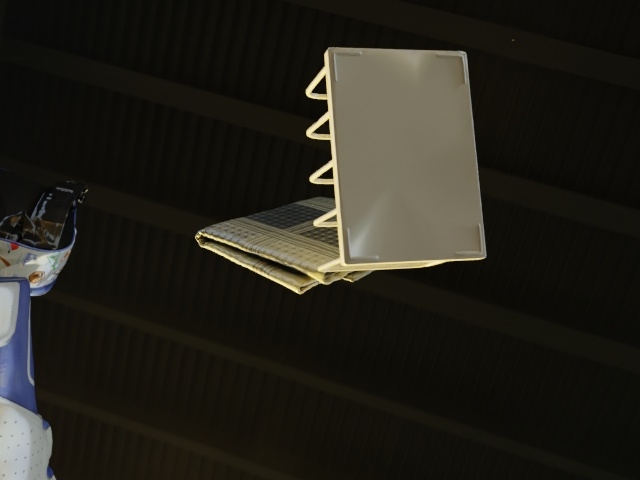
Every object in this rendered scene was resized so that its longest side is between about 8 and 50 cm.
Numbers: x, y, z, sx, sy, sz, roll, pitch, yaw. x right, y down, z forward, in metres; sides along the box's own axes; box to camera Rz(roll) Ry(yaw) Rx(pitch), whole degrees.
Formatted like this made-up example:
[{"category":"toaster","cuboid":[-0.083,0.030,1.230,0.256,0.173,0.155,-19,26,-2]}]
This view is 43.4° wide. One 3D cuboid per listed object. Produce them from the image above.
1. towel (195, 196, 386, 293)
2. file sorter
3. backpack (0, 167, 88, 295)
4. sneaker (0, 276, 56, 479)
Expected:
[{"category":"towel","cuboid":[0.000,0.000,1.408,0.324,0.312,0.056,17,-64,43]},{"category":"file sorter","cuboid":[0.088,-0.100,1.103,0.193,0.173,0.277,-2,-97,-17]},{"category":"backpack","cuboid":[-0.568,-0.015,1.436,0.277,0.263,0.213,16,-73,-25]},{"category":"sneaker","cuboid":[-0.181,0.177,0.439,0.128,0.182,0.315,2,-94,28]}]
